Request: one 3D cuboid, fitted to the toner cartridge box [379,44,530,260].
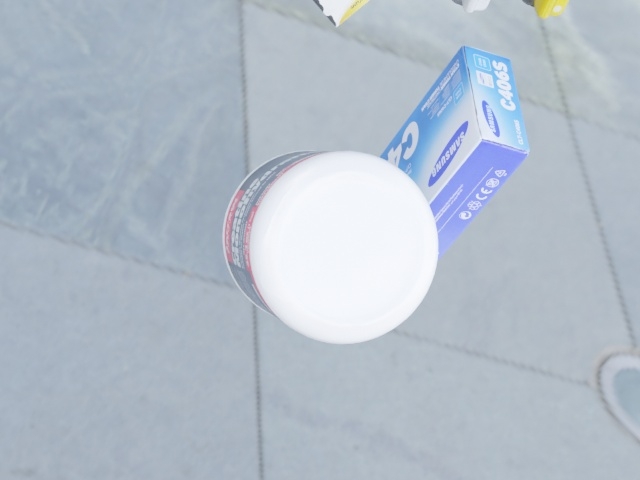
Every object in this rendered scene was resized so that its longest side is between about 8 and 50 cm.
[{"bbox_3d":[0.139,-0.074,1.797,0.075,0.348,0.165,13,48,-23],"label":"toner cartridge box"}]

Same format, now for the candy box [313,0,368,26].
[{"bbox_3d":[0.013,-0.437,1.973,0.233,0.159,0.071,41,13,-47],"label":"candy box"}]

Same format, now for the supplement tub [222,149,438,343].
[{"bbox_3d":[0.000,0.000,1.458,0.191,0.191,0.272,24,-2,-13],"label":"supplement tub"}]

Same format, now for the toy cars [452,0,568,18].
[{"bbox_3d":[0.240,-0.358,1.657,0.087,0.176,0.393,3,10,-18],"label":"toy cars"}]
